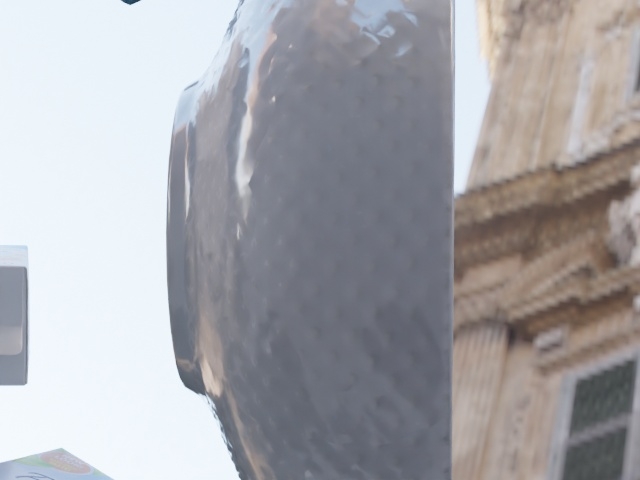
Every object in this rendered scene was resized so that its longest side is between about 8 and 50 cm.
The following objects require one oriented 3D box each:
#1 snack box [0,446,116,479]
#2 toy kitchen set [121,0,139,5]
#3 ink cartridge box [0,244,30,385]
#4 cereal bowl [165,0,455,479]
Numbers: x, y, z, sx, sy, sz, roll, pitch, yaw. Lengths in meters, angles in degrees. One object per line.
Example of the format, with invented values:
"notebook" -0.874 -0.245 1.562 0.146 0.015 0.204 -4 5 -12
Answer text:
"snack box" -0.178 0.213 1.288 0.174 0.207 0.070 25 -76 26
"toy kitchen set" -0.047 -0.126 1.308 0.122 0.207 0.166 -28 -51 -21
"ink cartridge box" -0.261 0.055 1.464 0.092 0.143 0.090 0 -84 -9
"cereal bowl" 0.000 0.000 1.021 0.141 0.339 0.339 0 -57 4
